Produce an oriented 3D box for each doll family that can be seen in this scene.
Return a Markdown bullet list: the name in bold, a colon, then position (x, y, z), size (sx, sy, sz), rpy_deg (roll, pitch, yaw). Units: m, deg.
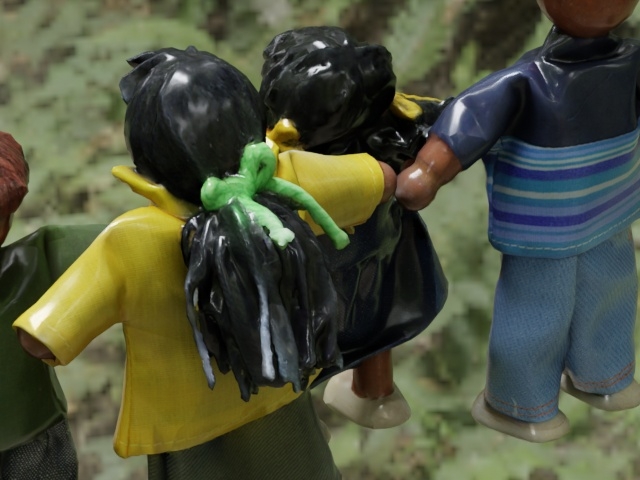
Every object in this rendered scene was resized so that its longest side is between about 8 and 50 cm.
- **doll family**: position (0.000, 0.000, 0.368), size (0.076, 0.111, 0.193), rpy_deg (20, 34, 41)
